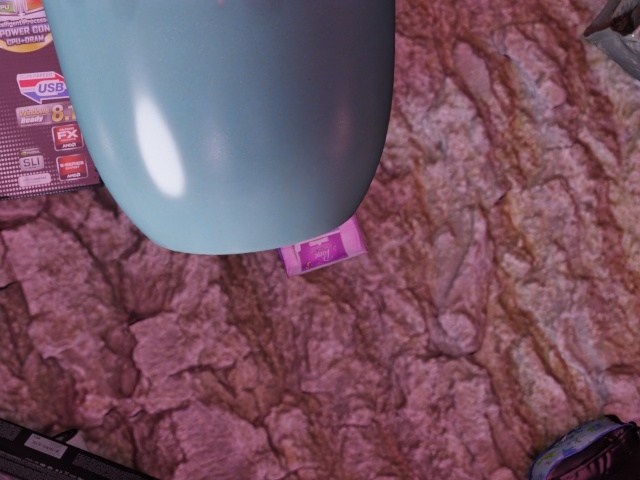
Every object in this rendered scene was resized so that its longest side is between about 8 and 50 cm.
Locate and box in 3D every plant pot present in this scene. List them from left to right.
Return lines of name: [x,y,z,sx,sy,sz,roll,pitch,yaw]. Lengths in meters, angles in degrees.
plant pot: [-0.071,-0.125,1.138,0.293,0.293,0.235,-10,108,-8]

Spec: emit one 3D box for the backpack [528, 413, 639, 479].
backpack: [0.259,0.233,1.315,0.114,0.084,0.105,-26,98,-11]

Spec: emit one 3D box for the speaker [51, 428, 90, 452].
speaker: [-0.215,0.245,1.255,0.055,0.055,0.136,-26,99,-6]

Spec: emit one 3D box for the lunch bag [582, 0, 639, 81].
lunch bag: [0.427,-0.237,1.260,0.235,0.169,0.287,35,93,-10]

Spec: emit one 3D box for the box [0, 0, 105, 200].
box: [-0.333,-0.136,1.199,0.270,0.060,0.216,-8,97,-9]

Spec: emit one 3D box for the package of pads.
package of pads: [0.000,0.000,1.280,0.083,0.032,0.050,-18,96,-7]

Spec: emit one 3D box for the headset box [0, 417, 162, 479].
headset box: [-0.291,0.316,1.189,0.218,0.110,0.293,22,102,-2]
